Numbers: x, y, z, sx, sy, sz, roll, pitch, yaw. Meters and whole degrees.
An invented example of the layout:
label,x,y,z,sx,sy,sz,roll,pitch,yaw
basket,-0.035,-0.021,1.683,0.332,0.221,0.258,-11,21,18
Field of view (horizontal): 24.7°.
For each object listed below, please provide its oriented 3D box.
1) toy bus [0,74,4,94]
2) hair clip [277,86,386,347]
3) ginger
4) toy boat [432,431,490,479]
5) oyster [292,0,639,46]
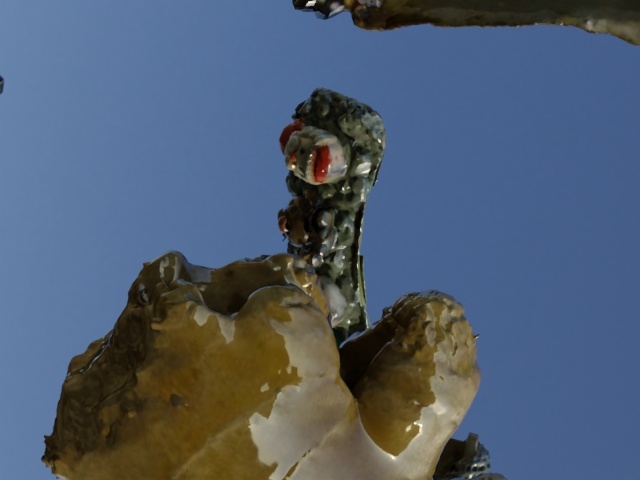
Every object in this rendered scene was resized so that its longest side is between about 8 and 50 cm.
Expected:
label,x,y,z,sx,sy,sz,roll,pitch,yaw
toy bus,-0.343,-0.117,1.234,0.342,0.138,0.097,-127,-136,-67
hair clip,-0.001,0.001,1.546,0.138,0.091,0.321,25,-55,44
ginger,0.011,0.134,0.917,0.166,0.375,0.236,27,-93,43
toy boat,0.075,0.398,1.510,0.162,0.135,0.446,81,23,-68
oyster,0.146,-0.217,0.765,0.361,0.096,0.221,5,-76,11
